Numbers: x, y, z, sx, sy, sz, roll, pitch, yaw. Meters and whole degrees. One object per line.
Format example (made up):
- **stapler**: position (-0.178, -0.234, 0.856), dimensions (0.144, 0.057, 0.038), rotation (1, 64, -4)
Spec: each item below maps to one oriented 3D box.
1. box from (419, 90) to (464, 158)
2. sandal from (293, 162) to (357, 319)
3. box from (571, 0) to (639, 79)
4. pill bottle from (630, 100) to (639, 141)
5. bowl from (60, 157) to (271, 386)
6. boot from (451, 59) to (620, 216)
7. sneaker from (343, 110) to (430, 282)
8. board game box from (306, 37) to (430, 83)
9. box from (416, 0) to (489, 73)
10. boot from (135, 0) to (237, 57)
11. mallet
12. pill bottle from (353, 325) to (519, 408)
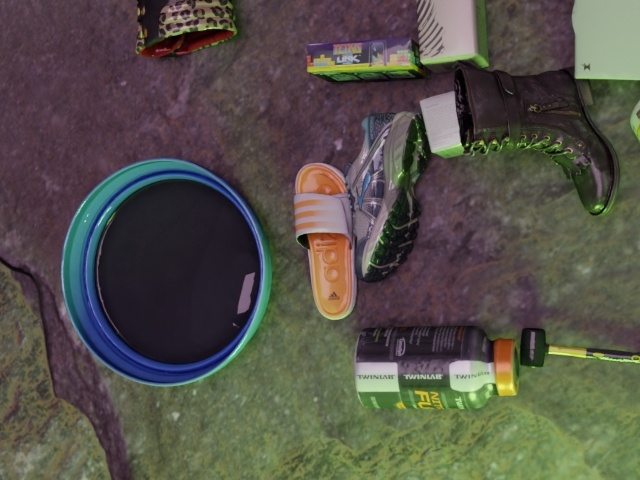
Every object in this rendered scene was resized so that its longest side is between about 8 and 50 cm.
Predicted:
- **box**: position (0.221, -0.186, 1.576), dimensions (0.101, 0.101, 0.087), rotation (-13, 85, 18)
- **sandal**: position (0.010, -0.001, 1.656), dimensions (0.101, 0.076, 0.265), rotation (-10, 86, 18)
- **box**: position (0.468, -0.324, 1.430), dimensions (0.181, 0.119, 0.181), rotation (14, 114, 48)
- **pill bottle**: position (0.540, -0.118, 1.430), dimensions (0.117, 0.117, 0.215), rotation (-28, 59, 16)
- **bowl**: position (-0.265, 0.054, 1.746), dimensions (0.391, 0.077, 0.391), rotation (0, 89, 18)
- **boot**: position (0.310, -0.149, 1.491), dimensions (0.228, 0.091, 0.263), rotation (-8, 75, -23)
- **sneaker**: position (0.095, -0.073, 1.631), dimensions (0.122, 0.110, 0.283), rotation (14, 91, 36)
- **board game box**: position (0.079, -0.286, 1.604), dimensions (0.170, 0.141, 0.048), rotation (0, 89, 18)
- **box**: position (0.205, -0.412, 1.582), dimensions (0.094, 0.113, 0.275), rotation (-4, 86, 19)
- **boot**: position (-0.319, -0.464, 1.747), dimensions (0.377, 0.138, 0.284), rotation (-9, 86, 12)
- **mallet**: position (0.402, 0.183, 1.548), dimensions (0.189, 0.039, 0.062), rotation (12, 93, 14)
- **pill bottle**: position (0.185, 0.198, 1.567), dimensions (0.245, 0.130, 0.131), rotation (-3, 88, 18)
